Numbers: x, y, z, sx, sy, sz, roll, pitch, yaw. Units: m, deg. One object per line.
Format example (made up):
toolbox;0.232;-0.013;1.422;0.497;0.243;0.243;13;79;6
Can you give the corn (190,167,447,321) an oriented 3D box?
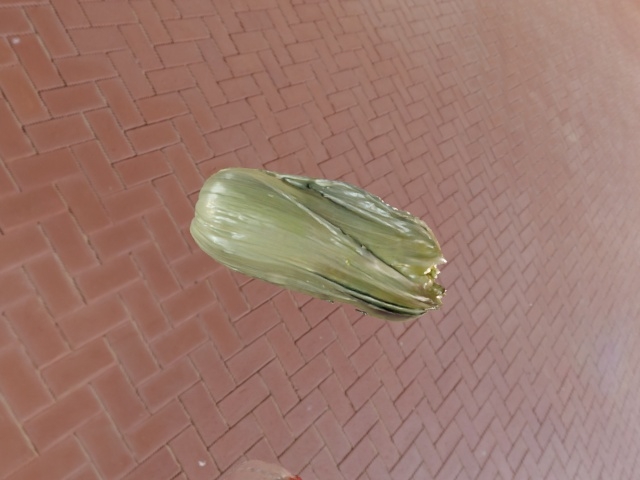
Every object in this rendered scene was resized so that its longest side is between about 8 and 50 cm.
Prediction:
corn;-0.001;0.002;0.578;0.305;0.122;0.123;15;69;7

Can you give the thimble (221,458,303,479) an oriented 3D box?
thimble;-0.075;0.376;0.588;0.125;0.163;0.190;-24;98;-66
